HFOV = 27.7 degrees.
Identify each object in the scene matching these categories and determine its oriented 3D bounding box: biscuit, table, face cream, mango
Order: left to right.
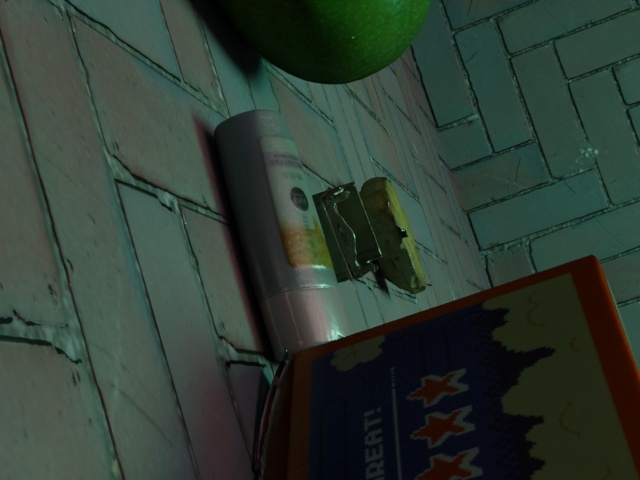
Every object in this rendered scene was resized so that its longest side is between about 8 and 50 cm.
[{"bbox_3d":[-0.030,-0.003,1.018,0.084,0.057,0.198,5,63,-55],"label":"face cream"},{"bbox_3d":[-0.011,-0.270,1.220,0.382,0.201,0.225,22,59,-72],"label":"mango"},{"bbox_3d":[0.000,0.000,1.097,0.062,0.083,0.079,-61,131,-76],"label":"table"},{"bbox_3d":[0.079,-0.009,1.571,0.183,0.061,0.118,60,13,-52],"label":"biscuit"}]

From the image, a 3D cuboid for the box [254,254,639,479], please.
[{"bbox_3d":[0.137,0.256,0.873,0.319,0.256,0.349,-87,156,-60],"label":"box"}]
